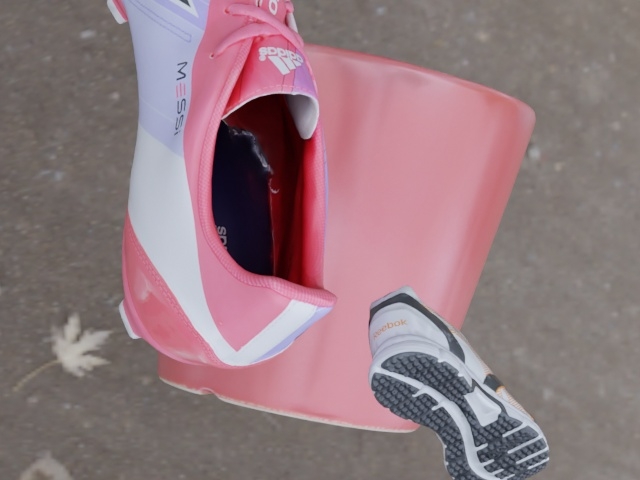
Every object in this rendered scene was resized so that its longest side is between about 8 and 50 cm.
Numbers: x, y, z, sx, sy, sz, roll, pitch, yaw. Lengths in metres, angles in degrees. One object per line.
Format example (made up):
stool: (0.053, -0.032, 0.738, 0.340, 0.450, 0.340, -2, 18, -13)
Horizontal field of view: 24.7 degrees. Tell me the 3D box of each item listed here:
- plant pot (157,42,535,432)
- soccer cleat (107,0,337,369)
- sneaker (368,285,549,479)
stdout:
plant pot: (0.000, 0.000, 1.056, 0.275, 0.275, 0.243, 14, 87, -40)
soccer cleat: (-0.035, -0.076, 0.535, 0.083, 0.095, 0.248, 7, 73, -36)
sneaker: (0.053, 0.056, 0.547, 0.109, 0.040, 0.043, 50, 21, -41)
